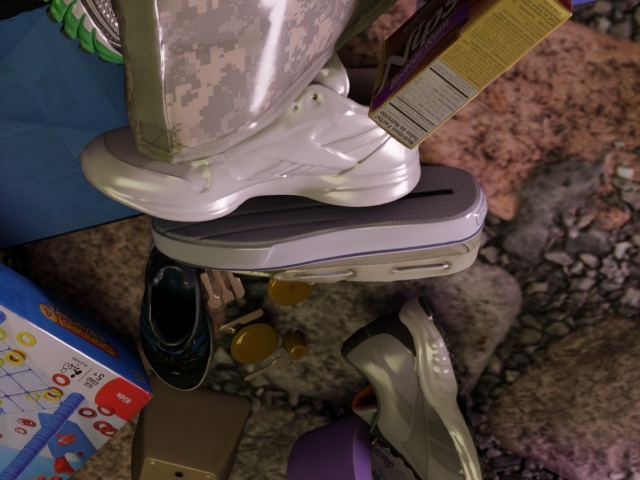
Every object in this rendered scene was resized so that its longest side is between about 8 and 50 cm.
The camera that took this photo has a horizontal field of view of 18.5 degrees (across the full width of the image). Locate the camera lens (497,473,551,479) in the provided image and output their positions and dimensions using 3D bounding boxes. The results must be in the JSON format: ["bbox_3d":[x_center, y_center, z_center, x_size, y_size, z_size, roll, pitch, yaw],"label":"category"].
[{"bbox_3d":[0.278,0.376,1.971,0.274,0.219,0.219,24,130,-12],"label":"camera lens"}]

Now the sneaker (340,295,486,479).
[{"bbox_3d":[0.093,0.178,1.901,0.108,0.100,0.271,-20,120,-1],"label":"sneaker"}]

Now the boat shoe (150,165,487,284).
[{"bbox_3d":[0.000,0.000,1.768,0.302,0.109,0.094,-2,132,5],"label":"boat shoe"}]

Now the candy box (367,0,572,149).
[{"bbox_3d":[0.120,-0.167,1.554,0.053,0.109,0.186,37,127,-20],"label":"candy box"}]

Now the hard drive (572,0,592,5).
[{"bbox_3d":[0.220,-0.286,1.535,0.318,0.040,0.210,-11,127,18],"label":"hard drive"}]

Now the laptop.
[{"bbox_3d":[-0.366,-0.084,1.682,0.382,0.408,0.236,-14,93,19],"label":"laptop"}]

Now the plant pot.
[{"bbox_3d":[-0.138,0.217,1.984,0.109,0.096,0.109,14,130,-3],"label":"plant pot"}]

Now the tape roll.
[{"bbox_3d":[0.051,0.265,1.934,0.080,0.189,0.189,-22,123,25],"label":"tape roll"}]

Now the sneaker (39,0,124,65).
[{"bbox_3d":[-0.164,-0.285,1.536,0.146,0.134,0.343,-4,129,12],"label":"sneaker"}]

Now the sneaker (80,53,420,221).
[{"bbox_3d":[-0.055,-0.102,1.666,0.305,0.114,0.152,-7,127,-21],"label":"sneaker"}]

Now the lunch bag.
[{"bbox_3d":[-0.067,-0.224,1.457,0.169,0.287,0.235,22,135,22],"label":"lunch bag"}]

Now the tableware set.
[{"bbox_3d":[-0.052,0.059,1.874,0.104,0.024,0.154,-25,128,-4],"label":"tableware set"}]

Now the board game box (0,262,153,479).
[{"bbox_3d":[-0.373,0.159,1.869,0.302,0.086,0.308,-45,129,14],"label":"board game box"}]

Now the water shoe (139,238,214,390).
[{"bbox_3d":[-0.145,0.082,1.880,0.073,0.080,0.203,4,131,6],"label":"water shoe"}]
